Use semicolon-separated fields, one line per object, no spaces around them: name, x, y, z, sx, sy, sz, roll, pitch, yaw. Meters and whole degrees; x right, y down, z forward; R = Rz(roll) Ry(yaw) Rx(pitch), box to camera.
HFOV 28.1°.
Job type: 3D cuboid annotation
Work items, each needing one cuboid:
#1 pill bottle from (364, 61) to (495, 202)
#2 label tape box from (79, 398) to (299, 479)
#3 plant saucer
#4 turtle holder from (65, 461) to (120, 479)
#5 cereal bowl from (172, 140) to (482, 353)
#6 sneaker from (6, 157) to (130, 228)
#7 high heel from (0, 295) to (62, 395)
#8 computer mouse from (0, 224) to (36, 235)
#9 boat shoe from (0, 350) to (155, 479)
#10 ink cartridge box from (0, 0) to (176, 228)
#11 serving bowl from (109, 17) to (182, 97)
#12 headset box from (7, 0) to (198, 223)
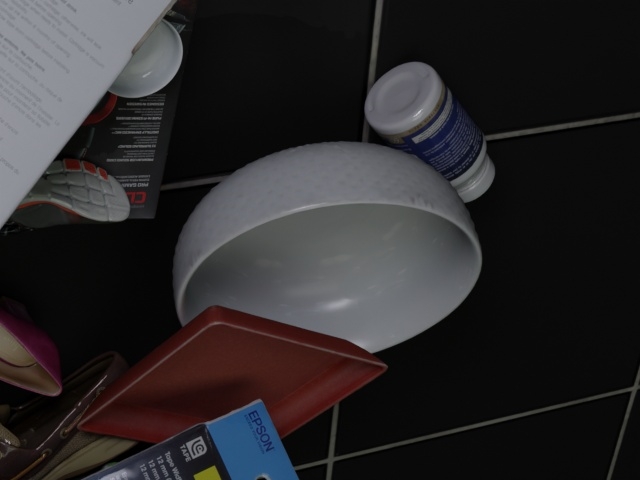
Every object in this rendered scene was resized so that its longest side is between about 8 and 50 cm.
pill bottle;0.130;-0.116;1.445;0.094;0.094;0.169;-40;132;7
label tape box;-0.177;0.361;1.414;0.348;0.249;0.115;-24;174;-18
plant saucer;-0.101;0.159;1.444;0.258;0.047;0.259;18;137;-40
turtle holder;-0.244;0.385;1.578;0.320;0.243;0.227;-50;176;-20
cereal bowl;0.000;0.000;1.406;0.339;0.141;0.339;-9;149;-5
sneaker;-0.258;-0.039;1.200;0.158;0.061;0.065;10;147;-32
high heel;-0.366;0.101;1.310;0.082;0.117;0.244;-43;149;9
computer mouse;-0.373;0.019;1.338;0.242;0.041;0.071;-31;132;-2
boat shoe;-0.361;0.238;1.468;0.342;0.123;0.123;-28;125;-10
ink cartridge box;-0.318;-0.176;1.016;0.304;0.072;0.307;40;63;-16
serving bowl;-0.167;-0.171;1.150;0.083;0.027;0.083;-14;130;-17
headset box;-0.254;-0.142;1.224;0.218;0.110;0.293;-1;125;-26
